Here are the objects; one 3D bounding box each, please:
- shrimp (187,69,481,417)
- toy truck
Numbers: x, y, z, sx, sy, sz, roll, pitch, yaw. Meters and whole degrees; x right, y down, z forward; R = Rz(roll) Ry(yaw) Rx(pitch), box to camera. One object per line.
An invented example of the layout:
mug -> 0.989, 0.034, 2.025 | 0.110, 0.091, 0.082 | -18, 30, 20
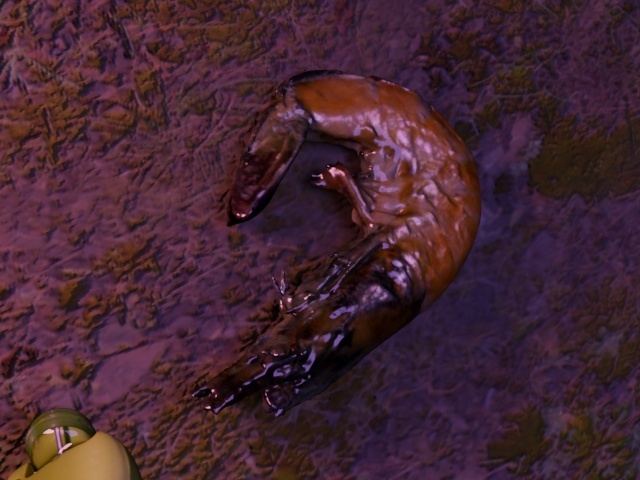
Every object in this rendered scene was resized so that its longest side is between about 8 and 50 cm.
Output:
shrimp -> 0.000, 0.000, 1.576 | 0.272, 0.085, 0.445 | 50, 57, -13
toy truck -> -0.216, 0.269, 1.339 | 0.187, 0.148, 0.211 | -24, 125, 1
